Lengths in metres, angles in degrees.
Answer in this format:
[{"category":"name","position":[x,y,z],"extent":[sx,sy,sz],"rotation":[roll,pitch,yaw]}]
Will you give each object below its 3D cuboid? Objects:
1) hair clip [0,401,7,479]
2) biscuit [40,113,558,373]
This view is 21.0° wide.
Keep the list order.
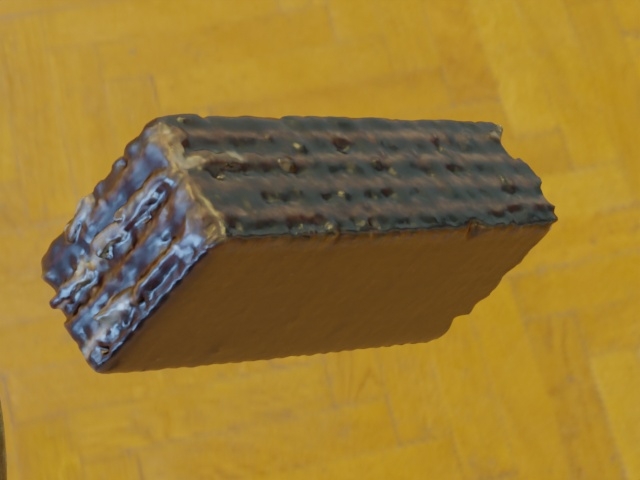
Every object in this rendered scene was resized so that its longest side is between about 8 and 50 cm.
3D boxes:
[{"category":"hair clip","position":[-0.206,0.160,1.020],"extent":[0.070,0.039,0.229],"rotation":[8,92,16]},{"category":"biscuit","position":[0.000,0.000,0.807],"extent":[0.252,0.106,0.070],"rotation":[-3,55,-45]}]
